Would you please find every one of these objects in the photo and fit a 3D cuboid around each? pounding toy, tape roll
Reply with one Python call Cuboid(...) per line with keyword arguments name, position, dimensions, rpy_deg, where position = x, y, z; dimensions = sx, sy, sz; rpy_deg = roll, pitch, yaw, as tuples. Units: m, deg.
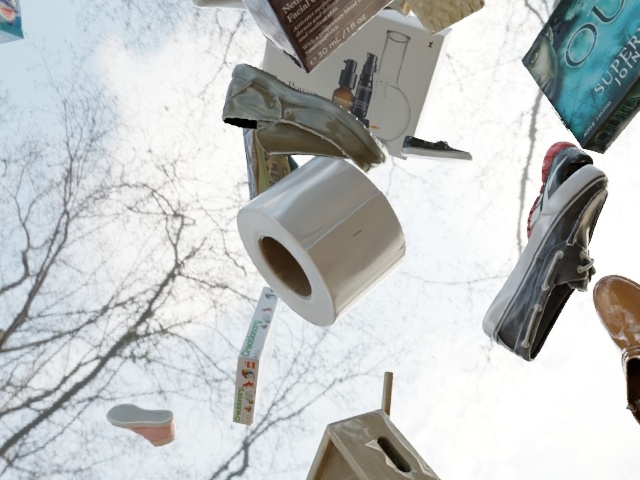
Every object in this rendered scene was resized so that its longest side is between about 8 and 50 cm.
Cuboid(name="pounding toy", position=(0.054, 0.230, 0.651), dimensions=(0.100, 0.141, 0.130), rpy_deg=(-5, -55, -36))
Cuboid(name="tape roll", position=(0.000, 0.000, 1.097), dimensions=(0.169, 0.246, 0.246), rpy_deg=(-38, -47, -24))

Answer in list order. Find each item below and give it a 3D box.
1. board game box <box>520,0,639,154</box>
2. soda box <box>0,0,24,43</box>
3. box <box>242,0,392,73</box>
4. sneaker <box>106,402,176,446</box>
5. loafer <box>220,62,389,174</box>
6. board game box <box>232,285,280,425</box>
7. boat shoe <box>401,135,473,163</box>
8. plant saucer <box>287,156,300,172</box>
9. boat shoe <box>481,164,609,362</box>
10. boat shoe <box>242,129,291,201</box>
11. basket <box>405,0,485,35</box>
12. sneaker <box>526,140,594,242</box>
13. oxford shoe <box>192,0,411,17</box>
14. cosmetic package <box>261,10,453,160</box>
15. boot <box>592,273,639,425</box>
Cuboid(name="board game box", position=(0.226, -0.173, 0.469), dimensions=(0.026, 0.126, 0.186), rpy_deg=(9, -48, -22))
Cuboid(name="soda box", position=(-0.528, -0.305, 0.919), dimensions=(0.210, 0.071, 0.067), rpy_deg=(-6, -89, 17))
Cuboid(name="box", position=(-0.045, -0.418, 0.828), dimensions=(0.191, 0.143, 0.381), rpy_deg=(-42, -34, -2))
Cuboid(name="sneaker", position=(-0.320, 0.337, 1.179), dimensions=(0.134, 0.051, 0.070), rpy_deg=(2, -58, 16))
Cuboid(name="loafer", position=(-0.026, -0.134, 0.804), dimensions=(0.087, 0.251, 0.094), rpy_deg=(-59, -32, 1))
Cuboid(name="board game box", position=(-0.152, 0.273, 1.601), dimensions=(0.053, 0.305, 0.193), rpy_deg=(9, -63, 2))
Cuboid(name="boat shoe", position=(0.230, -0.178, 1.281), dimensions=(0.142, 0.049, 0.040), rpy_deg=(7, -95, 0))
Cuboid(name="plant saucer", position=(-0.036, -0.099, 1.275), dimensions=(0.192, 0.018, 0.067), rpy_deg=(50, -51, -6))
Cuboid(name="boat shoe", position=(0.354, 0.039, 0.961), dimensions=(0.108, 0.102, 0.301), rpy_deg=(20, -77, -47))
Cuboid(name="boat shoe", position=(-0.096, -0.176, 1.264), dimensions=(0.089, 0.104, 0.285), rpy_deg=(-6, -77, -17))
Cuboid(name="basket", position=(0.176, -0.419, 1.012), dimensions=(0.113, 0.103, 0.167), rpy_deg=(-24, -41, 26))
Cuboid(name="sneaker", position=(0.526, -0.076, 1.420), dimensions=(0.098, 0.135, 0.276), rpy_deg=(8, -79, -13))
Cuboid(name="oxford shoe", position=(-0.029, -0.449, 1.205), dimensions=(0.449, 0.169, 0.130), rpy_deg=(-1, -71, 14))
Cuboid(name="cosmetic package", position=(0.062, -0.373, 1.428), dimensions=(0.097, 0.377, 0.284), rpy_deg=(-51, -22, -56))
Cuboid(name="boot", position=(0.340, 0.119, 0.693), dimensions=(0.073, 0.197, 0.152), rpy_deg=(-39, -26, 29))
